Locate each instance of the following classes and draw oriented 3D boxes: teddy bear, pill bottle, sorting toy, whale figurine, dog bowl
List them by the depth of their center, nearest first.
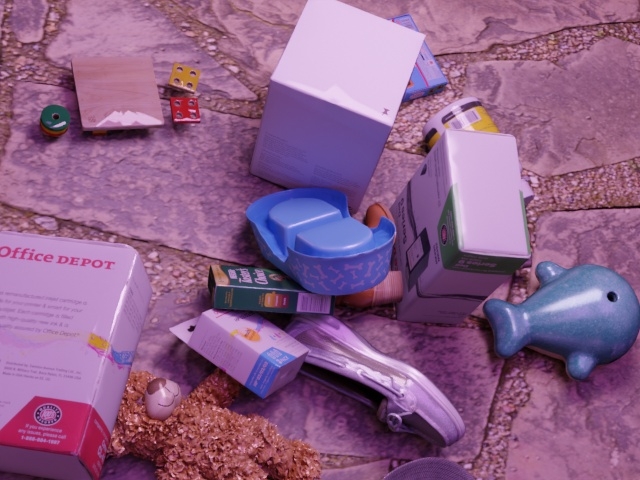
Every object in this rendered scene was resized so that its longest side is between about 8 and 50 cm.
[{"bbox_3d":[-0.150,0.291,1.535,0.338,0.113,0.245,44,57,5],"label":"teddy bear"},{"bbox_3d":[0.000,0.000,1.657,0.165,0.297,0.074,-17,116,-24],"label":"dog bowl"},{"bbox_3d":[-0.326,-0.234,1.766,0.274,0.046,0.132,-5,67,-22],"label":"sorting toy"},{"bbox_3d":[0.412,0.125,1.803,0.271,0.141,0.216,-3,67,-20],"label":"whale figurine"},{"bbox_3d":[0.280,-0.138,1.897,0.119,0.119,0.209,-23,75,-28],"label":"pill bottle"}]

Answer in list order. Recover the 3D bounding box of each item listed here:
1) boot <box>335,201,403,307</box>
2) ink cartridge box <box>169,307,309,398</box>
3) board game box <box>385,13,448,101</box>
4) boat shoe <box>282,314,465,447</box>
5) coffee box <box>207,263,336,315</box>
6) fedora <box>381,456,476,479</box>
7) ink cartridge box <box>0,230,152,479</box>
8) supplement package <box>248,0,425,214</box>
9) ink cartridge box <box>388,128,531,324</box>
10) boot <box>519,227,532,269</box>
[{"bbox_3d":[0.049,0.019,1.767,0.152,0.073,0.197,-1,54,-9],"label":"boot"},{"bbox_3d":[-0.120,0.147,1.594,0.181,0.062,0.104,33,21,16],"label":"ink cartridge box"},{"bbox_3d":[0.108,-0.323,1.973,0.211,0.039,0.160,-18,72,-27],"label":"board game box"},{"bbox_3d":[0.073,0.224,1.651,0.320,0.118,0.103,36,67,5],"label":"boat shoe"},{"bbox_3d":[-0.076,0.074,1.633,0.184,0.113,0.041,4,105,-10],"label":"coffee box"},{"bbox_3d":[0.145,0.459,1.541,0.243,0.124,0.276,-22,82,-33],"label":"fedora"},{"bbox_3d":[-0.377,0.156,1.465,0.226,0.131,0.306,7,58,8],"label":"ink cartridge box"},{"bbox_3d":[0.023,-0.217,1.744,0.199,0.263,0.198,21,59,1],"label":"supplement package"},{"bbox_3d":[0.210,-0.012,1.712,0.121,0.289,0.211,4,64,-15],"label":"ink cartridge box"},{"bbox_3d":[0.324,0.012,1.885,0.086,0.042,0.118,5,35,3],"label":"boot"}]
